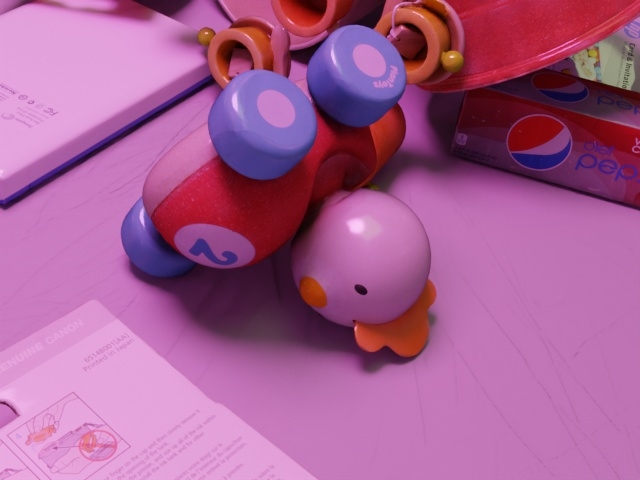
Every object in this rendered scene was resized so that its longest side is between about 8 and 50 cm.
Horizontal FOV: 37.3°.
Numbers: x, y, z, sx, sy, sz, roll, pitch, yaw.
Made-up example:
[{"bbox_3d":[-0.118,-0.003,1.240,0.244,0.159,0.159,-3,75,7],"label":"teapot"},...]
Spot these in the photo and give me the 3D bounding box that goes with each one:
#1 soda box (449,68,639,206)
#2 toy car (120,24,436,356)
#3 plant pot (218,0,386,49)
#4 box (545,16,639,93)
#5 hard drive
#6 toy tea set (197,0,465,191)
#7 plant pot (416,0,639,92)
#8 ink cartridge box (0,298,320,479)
[{"bbox_3d":[0.274,-0.110,0.982,0.263,0.092,0.083,16,38,6],"label":"soda box"},{"bbox_3d":[0.000,0.000,0.750,0.210,0.219,0.238,-34,86,-40],"label":"toy car"},{"bbox_3d":[0.036,-0.384,1.131,0.256,0.256,0.274,36,43,27],"label":"plant pot"},{"bbox_3d":[0.281,-0.212,1.102,0.186,0.038,0.145,16,67,4],"label":"box"},{"bbox_3d":[-0.275,-0.165,0.958,0.210,0.040,0.319,28,43,19],"label":"hard drive"},{"bbox_3d":[-0.038,-0.185,0.910,0.336,0.200,0.124,31,36,18],"label":"toy tea set"},{"bbox_3d":[0.164,-0.327,0.928,0.272,0.265,0.272,-24,21,10],"label":"plant pot"},{"bbox_3d":[-0.161,0.189,0.550,0.261,0.066,0.296,34,45,25],"label":"ink cartridge box"}]
